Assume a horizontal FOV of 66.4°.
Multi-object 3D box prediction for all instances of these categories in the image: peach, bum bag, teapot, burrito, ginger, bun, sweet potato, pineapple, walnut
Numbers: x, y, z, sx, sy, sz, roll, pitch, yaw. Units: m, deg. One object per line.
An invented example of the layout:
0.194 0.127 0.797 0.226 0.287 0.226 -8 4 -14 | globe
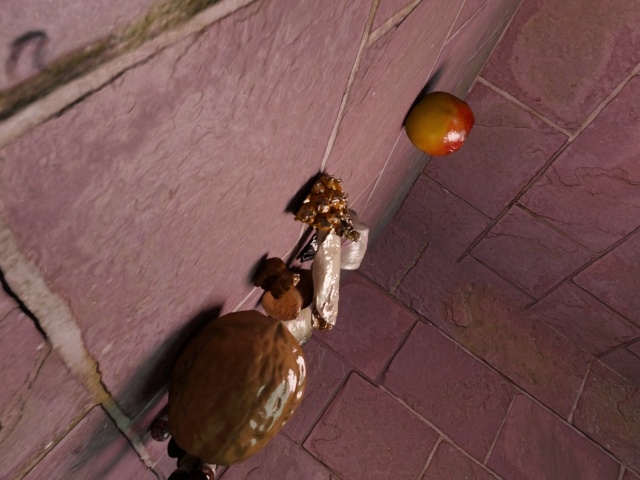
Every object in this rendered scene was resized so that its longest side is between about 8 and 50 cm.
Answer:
0.420 -0.409 1.724 0.231 0.231 0.231 -52 171 -12 | peach
0.000 0.000 1.620 0.198 0.049 0.087 -53 166 -4 | bum bag
0.102 -0.010 1.760 0.178 0.163 0.221 -66 167 23 | teapot
0.013 0.099 1.501 0.117 0.076 0.393 -15 111 -55 | burrito
-0.120 0.103 1.247 0.073 0.103 0.162 -44 176 -31 | ginger
-0.133 0.355 1.888 0.273 0.168 0.273 -45 170 -10 | bun
-0.063 0.152 1.607 0.131 0.131 0.336 -59 170 25 | sweet potato
0.041 -0.080 1.210 0.140 0.164 0.249 -63 167 7 | pineapple
-0.186 0.316 1.107 0.344 0.306 0.306 -54 171 8 | walnut

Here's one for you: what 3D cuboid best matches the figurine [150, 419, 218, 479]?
-0.305 0.505 1.279 0.281 0.167 0.370 -14 -164 1 | figurine
